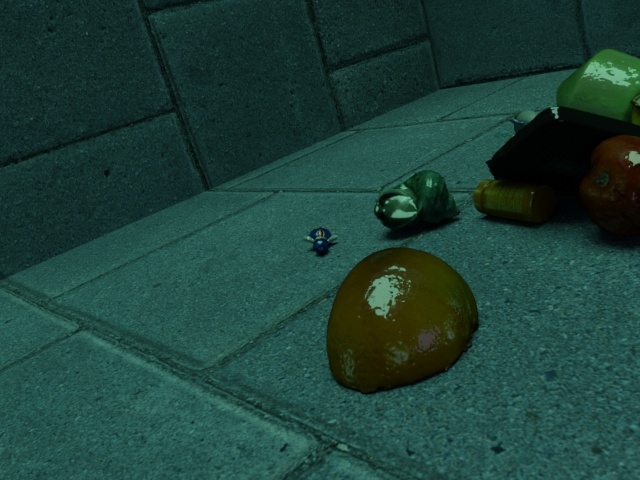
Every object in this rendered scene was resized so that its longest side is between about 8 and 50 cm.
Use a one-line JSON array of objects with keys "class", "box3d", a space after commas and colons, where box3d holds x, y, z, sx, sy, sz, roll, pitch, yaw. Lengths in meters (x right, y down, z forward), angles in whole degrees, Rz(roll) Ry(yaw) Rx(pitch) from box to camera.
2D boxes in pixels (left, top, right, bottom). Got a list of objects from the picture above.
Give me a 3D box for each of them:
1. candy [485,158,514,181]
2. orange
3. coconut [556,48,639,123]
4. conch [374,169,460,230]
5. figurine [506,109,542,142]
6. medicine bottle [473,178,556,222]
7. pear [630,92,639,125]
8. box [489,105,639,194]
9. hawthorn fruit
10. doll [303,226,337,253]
[{"class": "candy", "box3d": [0.621, -0.192, 1.560, 0.331, 0.187, 0.077, -12, 58, 24]}, {"class": "orange", "box3d": [0.148, 0.136, 1.089, 0.274, 0.274, 0.310, -3, -9, 35]}, {"class": "coconut", "box3d": [0.836, -0.397, 1.710, 0.329, 0.281, 0.328, -3, 43, 2]}, {"class": "conch", "box3d": [0.271, -0.099, 1.616, 0.202, 0.134, 0.196, 3, 66, 33]}, {"class": "figurine", "box3d": [0.694, -0.345, 1.969, 0.129, 0.183, 0.208, -13, -19, -2]}, {"class": "medicine bottle", "box3d": [0.481, -0.100, 1.480, 0.096, 0.096, 0.192, -24, 19, -22]}, {"class": "pear", "box3d": [0.967, -0.276, 1.426, 0.387, 0.191, 0.340, -10, 27, 19]}, {"class": "box", "box3d": [0.578, -0.199, 1.376, 0.289, 0.073, 0.290, 12, -19, -8]}, {"class": "hawthorn fruit", "box3d": [0.645, -0.107, 1.172, 0.208, 0.207, 0.243, -21, 13, -14]}, {"class": "doll", "box3d": [0.000, 0.000, 1.669, 0.099, 0.057, 0.143, -1, 24, 0]}]
